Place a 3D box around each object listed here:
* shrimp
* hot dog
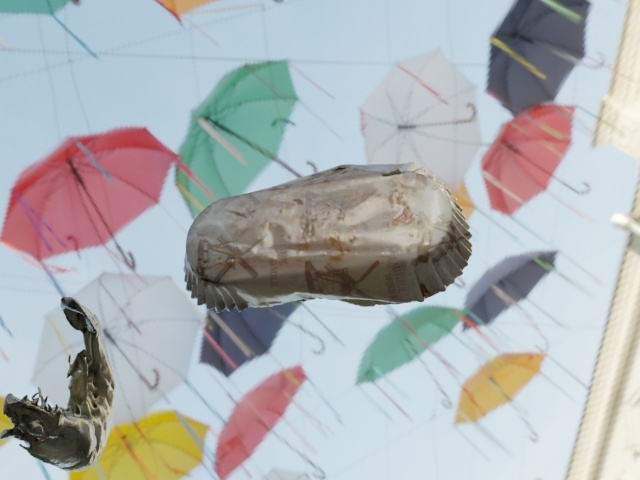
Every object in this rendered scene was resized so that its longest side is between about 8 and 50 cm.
[{"bbox_3d":[-0.226,0.127,0.916,0.217,0.051,0.150,63,-149,-74],"label":"shrimp"},{"bbox_3d":[0.000,0.000,0.867,0.252,0.131,0.069,-7,-30,14],"label":"hot dog"}]
